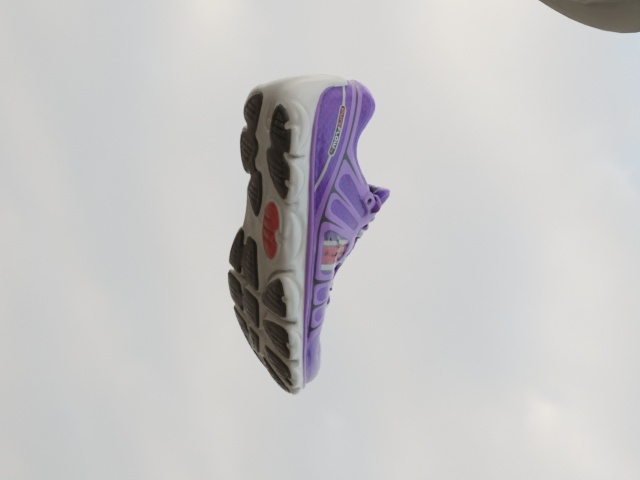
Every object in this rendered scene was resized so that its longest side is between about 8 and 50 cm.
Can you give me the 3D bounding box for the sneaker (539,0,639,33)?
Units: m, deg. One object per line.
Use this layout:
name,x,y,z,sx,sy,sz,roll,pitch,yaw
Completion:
sneaker,0.057,-0.188,0.599,0.282,0.161,0.102,47,-39,13

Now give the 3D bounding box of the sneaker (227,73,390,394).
sneaker,0.000,0.000,0.904,0.068,0.071,0.170,46,-43,49
